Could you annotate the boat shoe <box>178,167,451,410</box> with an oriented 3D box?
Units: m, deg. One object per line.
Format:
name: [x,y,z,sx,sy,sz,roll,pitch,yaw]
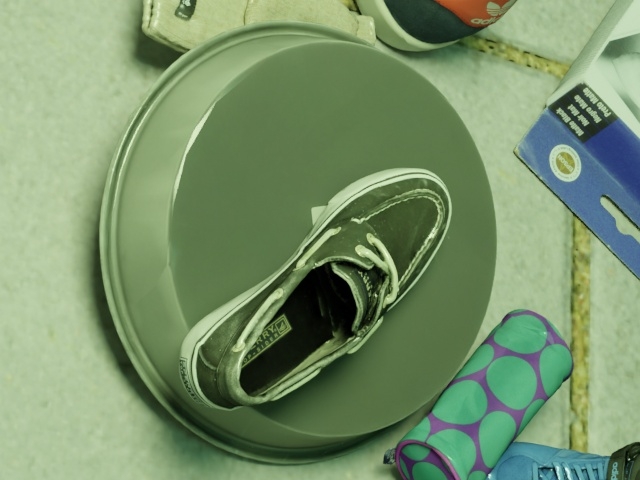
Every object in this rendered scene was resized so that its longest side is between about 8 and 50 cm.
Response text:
boat shoe: [0.014,0.030,0.990,0.219,0.070,0.078,-42,110,-27]

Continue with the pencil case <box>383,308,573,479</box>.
pencil case: [0.111,0.115,1.111,0.064,0.070,0.152,37,55,12]

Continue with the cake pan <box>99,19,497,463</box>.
cake pan: [0.000,0.000,1.057,0.293,0.054,0.293,1,88,-33]

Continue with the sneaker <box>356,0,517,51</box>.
sneaker: [0.062,-0.313,1.149,0.131,0.148,0.350,-29,101,-33]

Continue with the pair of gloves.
pair of gloves: [-0.040,-0.067,1.103,0.204,0.042,0.240,11,75,-33]

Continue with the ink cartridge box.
ink cartridge box: [0.288,-0.076,1.295,0.223,0.045,0.224,43,58,-11]

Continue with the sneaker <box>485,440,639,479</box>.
sneaker: [0.184,0.166,1.132,0.152,0.084,0.058,15,67,-25]
